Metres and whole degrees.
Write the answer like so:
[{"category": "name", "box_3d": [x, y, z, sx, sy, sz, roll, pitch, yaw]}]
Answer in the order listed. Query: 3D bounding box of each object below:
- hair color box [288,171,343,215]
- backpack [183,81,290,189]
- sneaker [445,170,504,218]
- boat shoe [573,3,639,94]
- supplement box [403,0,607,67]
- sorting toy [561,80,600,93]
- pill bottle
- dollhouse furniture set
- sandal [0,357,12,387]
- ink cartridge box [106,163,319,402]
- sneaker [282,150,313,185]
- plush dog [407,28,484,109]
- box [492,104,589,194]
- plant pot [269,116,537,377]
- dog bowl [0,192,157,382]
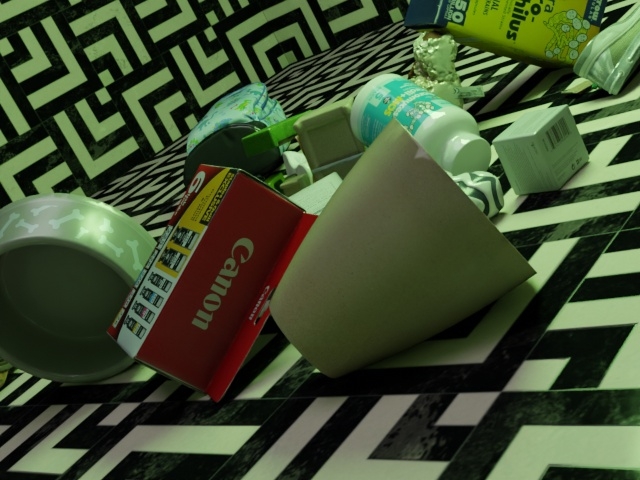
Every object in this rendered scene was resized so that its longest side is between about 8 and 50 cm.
[{"category": "hair color box", "box_3d": [0.000, 0.000, 1.612, 0.174, 0.105, 0.347, -30, 16, 1]}, {"category": "backpack", "box_3d": [-0.206, -0.274, 2.605, 0.290, 0.273, 0.355, -28, 2, 25]}, {"category": "sneaker", "box_3d": [0.154, -0.044, 1.519, 0.153, 0.094, 0.235, -29, 24, -35]}, {"category": "boat shoe", "box_3d": [0.605, -0.371, 1.810, 0.320, 0.103, 0.118, -33, -23, -29]}, {"category": "supplement box", "box_3d": [0.386, -0.493, 2.022, 0.357, 0.194, 0.195, 12, 7, -17]}, {"category": "sorting toy", "box_3d": [0.505, -0.291, 1.859, 0.062, 0.012, 0.083, -25, 12, -7]}, {"category": "pill bottle", "box_3d": [0.182, -0.189, 1.734, 0.146, 0.146, 0.264, -33, 44, -19]}, {"category": "dollhouse furniture set", "box_3d": [0.017, -0.173, 1.989, 0.301, 0.197, 0.151, -14, 11, 40]}, {"category": "sandal", "box_3d": [-0.664, 0.278, 1.937, 0.090, 0.060, 0.219, -16, 4, 17]}, {"category": "ink cartridge box", "box_3d": [-0.163, 0.053, 1.439, 0.309, 0.130, 0.272, -62, 23, -6]}, {"category": "sneaker", "box_3d": [-0.021, -0.170, 2.261, 0.094, 0.080, 0.212, -20, 21, -16]}, {"category": "plush dog", "box_3d": [0.193, -0.274, 1.997, 0.262, 0.210, 0.225, -46, 12, -12]}, {"category": "box", "box_3d": [0.339, -0.138, 1.498, 0.101, 0.102, 0.087, -40, 22, -34]}, {"category": "plant pot", "box_3d": [0.077, 0.033, 1.203, 0.274, 0.256, 0.256, -42, 14, 8]}, {"category": "dog bowl", "box_3d": [-0.426, 0.095, 1.631, 0.349, 0.348, 0.102, -22, 29, 18]}]
